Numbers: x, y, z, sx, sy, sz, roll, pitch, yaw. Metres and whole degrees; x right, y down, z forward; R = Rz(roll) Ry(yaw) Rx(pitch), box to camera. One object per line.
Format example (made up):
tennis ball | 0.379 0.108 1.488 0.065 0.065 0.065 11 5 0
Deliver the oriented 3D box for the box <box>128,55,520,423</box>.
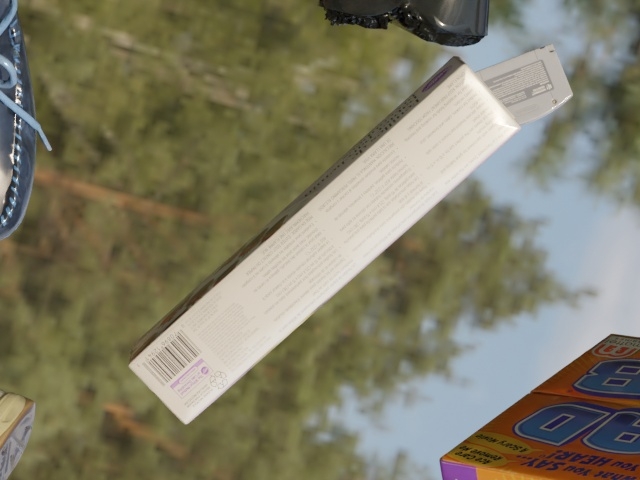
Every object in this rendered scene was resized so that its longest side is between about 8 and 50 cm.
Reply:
box | 0.000 0.000 1.334 0.324 0.067 0.063 -43 -170 5

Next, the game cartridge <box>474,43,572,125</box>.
game cartridge | 0.163 -0.123 1.537 0.017 0.083 0.056 73 -3 -80

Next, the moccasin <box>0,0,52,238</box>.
moccasin | -0.276 -0.163 1.289 0.117 0.138 0.342 179 -102 -80

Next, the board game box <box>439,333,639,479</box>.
board game box | 0.393 0.343 1.991 0.356 0.356 0.356 5 -67 40

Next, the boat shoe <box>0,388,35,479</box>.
boat shoe | -0.366 0.227 1.713 0.302 0.098 0.109 -58 169 -56

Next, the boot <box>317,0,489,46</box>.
boot | 0.126 -0.246 1.381 0.094 0.246 0.207 -62 156 -82
